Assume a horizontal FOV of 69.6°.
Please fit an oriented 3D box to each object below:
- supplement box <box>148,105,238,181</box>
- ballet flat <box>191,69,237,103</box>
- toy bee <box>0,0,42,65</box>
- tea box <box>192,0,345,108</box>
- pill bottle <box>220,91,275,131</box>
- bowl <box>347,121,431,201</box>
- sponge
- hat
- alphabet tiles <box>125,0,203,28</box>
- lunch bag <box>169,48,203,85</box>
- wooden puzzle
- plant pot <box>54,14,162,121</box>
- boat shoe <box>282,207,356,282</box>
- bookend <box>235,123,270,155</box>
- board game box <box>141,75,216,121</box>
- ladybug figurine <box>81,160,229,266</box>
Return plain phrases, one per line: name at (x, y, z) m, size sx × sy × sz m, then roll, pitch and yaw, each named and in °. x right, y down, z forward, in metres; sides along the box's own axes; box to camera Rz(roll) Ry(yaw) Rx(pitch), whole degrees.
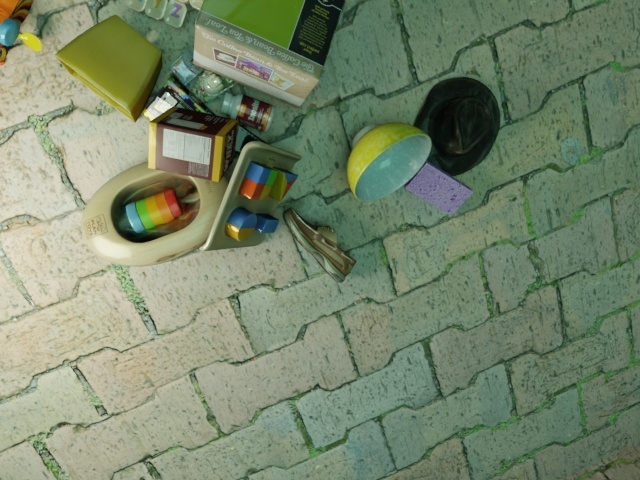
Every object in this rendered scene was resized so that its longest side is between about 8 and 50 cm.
supplement box at (-0.349, -0.273, 1.286) m, size 0.194 × 0.191 × 0.129 m, roll 11°, pitch 118°, yaw -3°
ballet flat at (-0.282, -0.490, 1.364) m, size 0.241 × 0.077 × 0.091 m, roll -34°, pitch 111°, yaw 1°
toy bee at (-0.870, -0.550, 1.218) m, size 0.195 × 0.162 × 0.298 m, roll 48°, pitch 68°, yaw -11°
tea box at (-0.134, -0.592, 1.240) m, size 0.329 × 0.220 × 0.323 m, roll 20°, pitch 80°, yaw -14°
pill bottle at (-0.221, -0.393, 1.399) m, size 0.152 × 0.086 × 0.086 m, roll 16°, pitch 103°, yaw -15°
bowl at (0.187, -0.275, 1.455) m, size 0.289 × 0.289 × 0.156 m, roll -35°, pitch 67°, yaw 1°
sponge at (0.407, -0.179, 1.587) m, size 0.210 × 0.031 × 0.117 m, roll 27°, pitch 122°, yaw -18°
hat at (0.473, -0.367, 1.511) m, size 0.331 × 0.134 × 0.331 m, roll -3°, pitch 107°, yaw -10°
alphabet tiles at (-0.418, -0.748, 1.260) m, size 0.284 × 0.021 × 0.278 m, roll 23°, pitch 101°, yaw -2°
lunch bag at (-0.392, -0.509, 1.352) m, size 0.083 × 0.053 × 0.071 m, roll -40°, pitch 115°, yaw -1°
wooden puzzle at (-0.183, -0.111, 1.376) m, size 0.080 × 0.322 × 0.348 m, roll 32°, pitch 102°, yaw 16°
plant pot at (-0.550, -0.477, 1.263) m, size 0.212 × 0.212 × 0.187 m, roll 38°, pitch 83°, yaw -18°
boat shoe at (0.000, 0.000, 1.548) m, size 0.116 × 0.123 × 0.324 m, roll -43°, pitch 115°, yaw -3°
bookend at (-0.238, -0.259, 1.443) m, size 0.156 × 0.072 × 0.157 m, roll 32°, pitch 99°, yaw -16°
board game box at (-0.417, -0.373, 1.370) m, size 0.141 × 0.048 × 0.170 m, roll -40°, pitch 111°, yaw 22°
ladybug figurine at (-0.481, -0.077, 1.379) m, size 0.449 × 0.162 × 0.305 m, roll -18°, pitch 81°, yaw -5°
